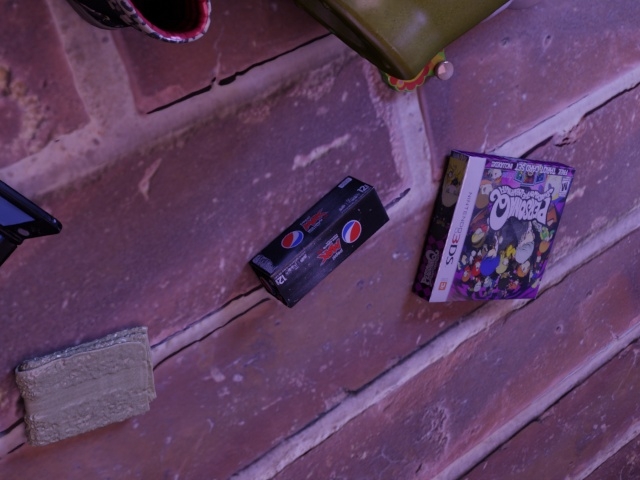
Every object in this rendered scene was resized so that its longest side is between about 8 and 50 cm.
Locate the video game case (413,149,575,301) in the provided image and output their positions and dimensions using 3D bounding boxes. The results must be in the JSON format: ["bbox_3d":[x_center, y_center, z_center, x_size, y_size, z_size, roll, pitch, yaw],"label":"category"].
[{"bbox_3d":[0.250,-0.016,1.176,0.232,0.042,0.210,2,109,-38],"label":"video game case"}]

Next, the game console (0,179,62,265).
[{"bbox_3d":[-0.316,-0.012,0.736,0.122,0.107,0.071,42,53,-41],"label":"game console"}]

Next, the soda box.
[{"bbox_3d":[0.000,0.000,0.987,0.169,0.053,0.060,-41,129,-15],"label":"soda box"}]

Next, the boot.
[{"bbox_3d":[-0.194,-0.253,0.649,0.085,0.179,0.236,-49,131,-10],"label":"boot"}]

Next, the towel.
[{"bbox_3d":[-0.247,0.156,0.886,0.148,0.027,0.110,-17,119,-32],"label":"towel"}]

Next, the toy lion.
[{"bbox_3d":[0.115,-0.229,0.993,0.096,0.034,0.100,-7,113,-27],"label":"toy lion"}]

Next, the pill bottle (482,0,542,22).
[{"bbox_3d":[0.251,-0.358,0.967,0.246,0.136,0.136,-37,127,-19],"label":"pill bottle"}]

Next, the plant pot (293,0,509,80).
[{"bbox_3d":[0.100,-0.353,0.751,0.353,0.366,0.366,-50,131,7],"label":"plant pot"}]
